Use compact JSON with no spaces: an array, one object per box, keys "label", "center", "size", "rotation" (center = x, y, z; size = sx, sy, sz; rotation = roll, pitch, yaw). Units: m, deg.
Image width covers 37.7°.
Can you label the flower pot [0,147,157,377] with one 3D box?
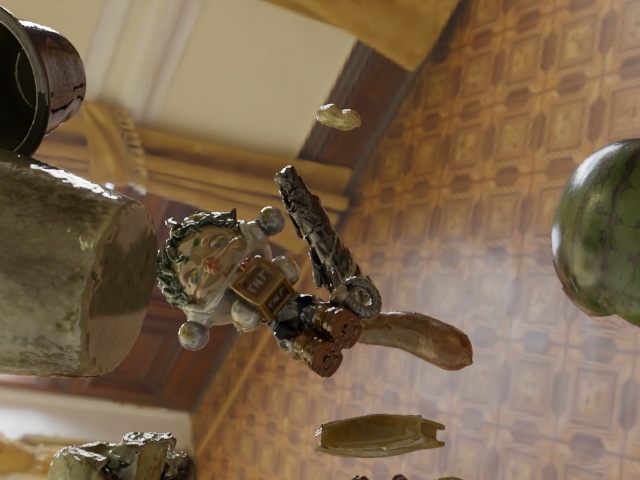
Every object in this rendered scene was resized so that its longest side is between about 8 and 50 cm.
[{"label":"flower pot","center":[-0.390,0.032,1.142],"size":[0.293,0.330,0.293],"rotation":[14,-90,-80]}]

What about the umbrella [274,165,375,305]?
[{"label":"umbrella","center":[-0.001,0.000,2.080],"size":[0.106,0.357,0.113],"rotation":[-31,3,16]}]

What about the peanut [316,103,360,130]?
[{"label":"peanut","center":[0.040,-0.268,2.040],"size":[0.113,0.054,0.053],"rotation":[18,97,32]}]

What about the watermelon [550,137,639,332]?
[{"label":"watermelon","center":[0.594,-0.013,1.715],"size":[0.363,0.363,0.363],"rotation":[-40,44,54]}]

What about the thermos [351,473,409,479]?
[{"label":"thermos","center":[0.137,0.478,1.596],"size":[0.232,0.099,0.124],"rotation":[39,100,35]}]

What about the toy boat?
[{"label":"toy boat","center":[0.087,0.300,1.420],"size":[0.206,0.072,0.064],"rotation":[-8,61,23]}]

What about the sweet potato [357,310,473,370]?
[{"label":"sweet potato","center":[0.178,0.192,1.901],"size":[0.292,0.097,0.097],"rotation":[14,92,24]}]

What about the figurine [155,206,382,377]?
[{"label":"figurine","center":[-0.119,0.078,1.504],"size":[0.382,0.186,0.261],"rotation":[29,68,35]}]

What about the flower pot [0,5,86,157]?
[{"label":"flower pot","center":[-0.431,-0.225,1.330],"size":[0.148,0.235,0.235],"rotation":[-31,-31,-59]}]

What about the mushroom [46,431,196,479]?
[{"label":"mushroom","center":[-0.351,0.427,1.597],"size":[0.164,0.267,0.189],"rotation":[-2,90,31]}]

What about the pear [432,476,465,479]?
[{"label":"pear","center":[0.267,0.566,1.925],"size":[0.136,0.167,0.167],"rotation":[126,147,-48]}]
